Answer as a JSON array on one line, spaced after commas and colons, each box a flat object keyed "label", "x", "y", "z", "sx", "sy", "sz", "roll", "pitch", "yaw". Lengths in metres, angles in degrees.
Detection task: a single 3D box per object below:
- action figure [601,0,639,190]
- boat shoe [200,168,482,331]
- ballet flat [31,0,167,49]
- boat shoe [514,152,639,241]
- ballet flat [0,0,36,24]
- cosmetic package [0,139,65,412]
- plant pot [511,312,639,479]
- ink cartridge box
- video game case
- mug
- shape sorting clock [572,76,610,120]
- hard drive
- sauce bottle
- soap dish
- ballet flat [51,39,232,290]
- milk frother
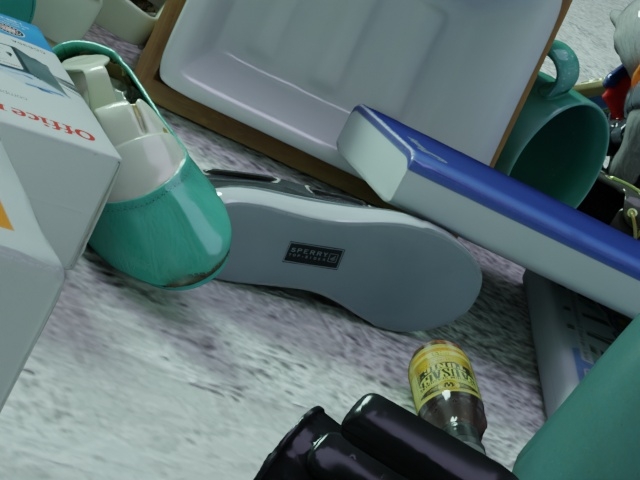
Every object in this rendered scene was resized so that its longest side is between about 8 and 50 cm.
[{"label": "action figure", "x": 0.400, "y": -0.111, "z": 1.796, "sx": 0.330, "sy": 0.341, "sz": 0.178, "roll": 45, "pitch": -18, "yaw": -3}, {"label": "boat shoe", "x": 0.000, "y": 0.000, "z": 1.300, "sx": 0.228, "sy": 0.080, "sz": 0.076, "roll": 10, "pitch": 26, "yaw": -29}, {"label": "ballet flat", "x": -0.196, "y": -0.223, "z": 1.514, "sx": 0.182, "sy": 0.164, "sz": 0.483, "roll": 53, "pitch": 20, "yaw": 7}, {"label": "boat shoe", "x": 0.259, "y": -0.010, "z": 1.717, "sx": 0.227, "sy": 0.081, "sz": 0.068, "roll": 31, "pitch": 19, "yaw": 29}, {"label": "ballet flat", "x": -0.315, "y": -0.177, "z": 1.260, "sx": 0.106, "sy": 0.108, "sz": 0.316, "roll": 24, "pitch": 12, "yaw": 31}, {"label": "cosmetic package", "x": -0.345, "y": -0.038, "z": 0.723, "sx": 0.453, "sy": 0.161, "sz": 0.230, "roll": 18, "pitch": 21, "yaw": -30}, {"label": "plant pot", "x": 0.288, "y": 0.114, "z": 1.096, "sx": 0.293, "sy": 0.235, "sz": 0.293, "roll": 24, "pitch": 26, "yaw": -13}, {"label": "ink cartridge box", "x": -0.214, "y": -0.074, "z": 1.157, "sx": 0.139, "sy": 0.082, "sz": 0.191, "roll": 17, "pitch": 19, "yaw": -32}, {"label": "video game case", "x": 0.290, "y": 0.135, "z": 1.423, "sx": 0.300, "sy": 0.036, "sz": 0.329, "roll": 27, "pitch": 17, "yaw": -7}, {"label": "mug", "x": 0.170, "y": -0.091, "z": 1.665, "sx": 0.097, "sy": 0.158, "sz": 0.129, "roll": 37, "pitch": 9, "yaw": 36}, {"label": "shape sorting clock", "x": 0.277, "y": -0.133, "z": 1.955, "sx": 0.206, "sy": 0.206, "sz": 0.040, "roll": 4, "pitch": 73, "yaw": -54}, {"label": "hard drive", "x": 0.175, "y": 0.001, "z": 1.436, "sx": 0.318, "sy": 0.040, "sz": 0.210, "roll": 25, "pitch": 8, "yaw": -14}, {"label": "sauce bottle", "x": 0.078, "y": 0.101, "z": 1.182, "sx": 0.042, "sy": 0.042, "sz": 0.128, "roll": 24, "pitch": 17, "yaw": -15}, {"label": "soap dish", "x": 0.023, "y": -0.161, "z": 1.552, "sx": 0.290, "sy": 0.229, "sz": 0.118, "roll": 25, "pitch": 1, "yaw": -15}, {"label": "ballet flat", "x": -0.127, "y": -0.057, "z": 1.217, "sx": 0.247, "sy": 0.083, "sz": 0.087, "roll": 50, "pitch": -18, "yaw": 54}, {"label": "milk frother", "x": 0.016, "y": 0.155, "z": 0.881, "sx": 0.134, "sy": 0.129, "sz": 0.143, "roll": 32, "pitch": 61, "yaw": 12}]
